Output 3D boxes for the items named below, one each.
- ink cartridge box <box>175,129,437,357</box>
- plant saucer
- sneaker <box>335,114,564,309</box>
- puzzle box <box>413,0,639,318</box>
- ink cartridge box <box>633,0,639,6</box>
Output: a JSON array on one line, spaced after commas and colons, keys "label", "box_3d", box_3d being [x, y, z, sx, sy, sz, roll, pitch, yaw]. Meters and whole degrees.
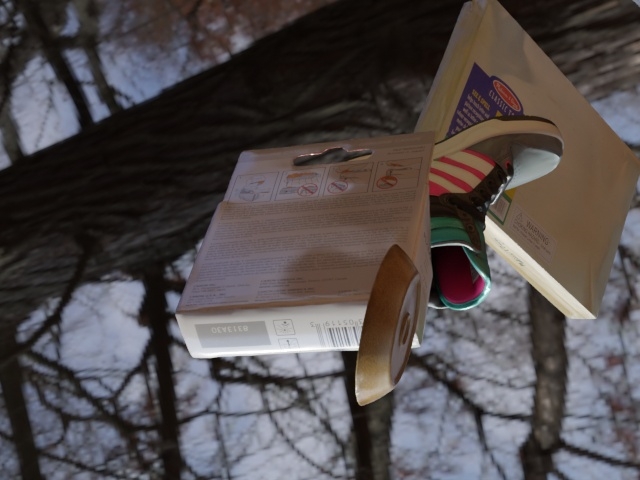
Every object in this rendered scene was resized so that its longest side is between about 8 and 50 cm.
[{"label": "ink cartridge box", "box_3d": [0.000, 0.000, 1.029, 0.225, 0.181, 0.056, -73, -26, -53]}, {"label": "plant saucer", "box_3d": [0.036, 0.044, 0.651, 0.083, 0.015, 0.083, 12, -90, -76]}, {"label": "sneaker", "box_3d": [0.152, -0.022, 1.344, 0.295, 0.124, 0.178, -16, -121, -16]}, {"label": "puzzle box", "box_3d": [0.291, -0.107, 1.781, 0.409, 0.052, 0.272, 40, -118, -34]}, {"label": "ink cartridge box", "box_3d": [0.408, -0.403, 1.742, 0.332, 0.065, 0.165, 42, -178, -11]}]
